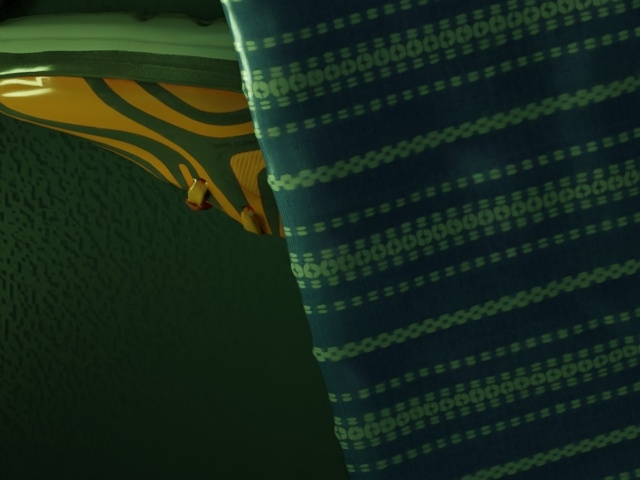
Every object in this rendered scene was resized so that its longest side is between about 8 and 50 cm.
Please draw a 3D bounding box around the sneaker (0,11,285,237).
[{"bbox_3d":[0.000,0.000,0.559,0.321,0.124,0.180,10,100,5],"label":"sneaker"}]

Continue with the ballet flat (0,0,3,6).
[{"bbox_3d":[-0.137,-0.225,0.556,0.124,0.116,0.342,43,107,18],"label":"ballet flat"}]

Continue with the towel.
[{"bbox_3d":[0.109,-0.010,0.494,0.243,0.040,0.336,-15,109,-3],"label":"towel"}]
